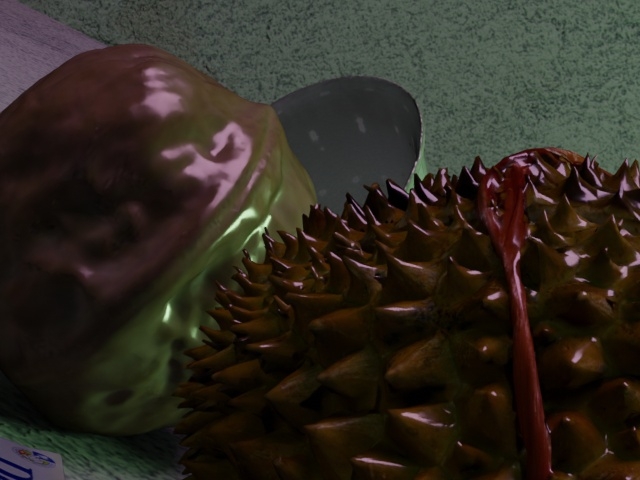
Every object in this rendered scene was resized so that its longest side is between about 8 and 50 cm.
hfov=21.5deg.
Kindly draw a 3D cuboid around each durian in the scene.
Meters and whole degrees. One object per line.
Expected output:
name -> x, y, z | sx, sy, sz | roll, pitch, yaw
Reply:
durian -> 0.096, 0.113, 0.891 | 0.347, 0.348, 0.384 | 20, -28, -29

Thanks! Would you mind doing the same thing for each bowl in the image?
bowl -> 0.000, 0.000, 1.658 | 0.146, 0.313, 0.313 | 50, -7, -34

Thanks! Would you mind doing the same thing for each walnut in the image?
walnut -> -0.128, 0.001, 1.171 | 0.273, 0.273, 0.227 | 26, -1, 9

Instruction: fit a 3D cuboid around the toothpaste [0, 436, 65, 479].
toothpaste -> -0.159, 0.170, 0.771 | 0.081, 0.067, 0.336 | 25, 9, -17
